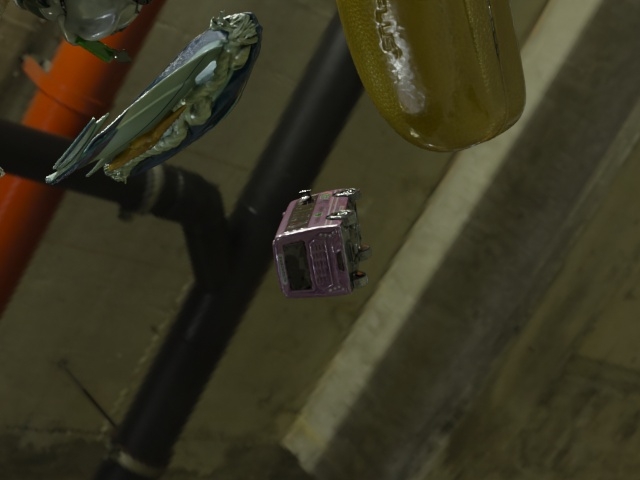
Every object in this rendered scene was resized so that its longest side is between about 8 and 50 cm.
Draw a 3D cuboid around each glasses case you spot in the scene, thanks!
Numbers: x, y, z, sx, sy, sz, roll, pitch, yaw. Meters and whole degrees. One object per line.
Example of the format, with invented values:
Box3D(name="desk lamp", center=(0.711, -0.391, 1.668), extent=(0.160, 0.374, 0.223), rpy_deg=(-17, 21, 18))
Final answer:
Box3D(name="glasses case", center=(0.111, -0.284, 1.379), extent=(0.141, 0.173, 0.371), rpy_deg=(-26, -73, -45))

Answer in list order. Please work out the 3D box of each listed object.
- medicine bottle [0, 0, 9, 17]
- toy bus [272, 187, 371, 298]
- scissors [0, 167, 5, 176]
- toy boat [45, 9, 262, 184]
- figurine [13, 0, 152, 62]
Box3D(name="medicine bottle", center=(-0.421, -0.226, 1.298), extent=(0.114, 0.114, 0.252), rpy_deg=(31, -94, -52))
Box3D(name="toy bus", center=(0.000, 0.000, 1.317), extent=(0.098, 0.178, 0.087), rpy_deg=(-9, -75, 8))
Box3D(name="scissors", center=(-0.449, -0.070, 1.552), extent=(0.014, 0.119, 0.058), rpy_deg=(45, -138, -30))
Box3D(name="toy boat", center=(-0.155, -0.110, 1.022), extent=(0.220, 0.067, 0.291), rpy_deg=(-42, -3, 25))
Box3D(name="figurine", center=(-0.273, -0.295, 1.415), extent=(0.126, 0.192, 0.147), rpy_deg=(18, -100, -59))
